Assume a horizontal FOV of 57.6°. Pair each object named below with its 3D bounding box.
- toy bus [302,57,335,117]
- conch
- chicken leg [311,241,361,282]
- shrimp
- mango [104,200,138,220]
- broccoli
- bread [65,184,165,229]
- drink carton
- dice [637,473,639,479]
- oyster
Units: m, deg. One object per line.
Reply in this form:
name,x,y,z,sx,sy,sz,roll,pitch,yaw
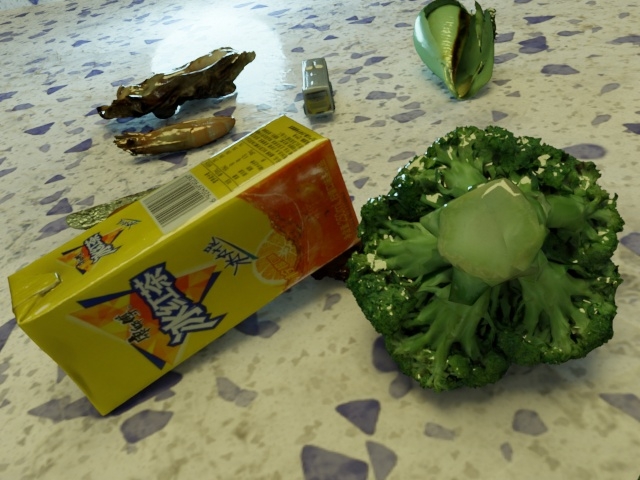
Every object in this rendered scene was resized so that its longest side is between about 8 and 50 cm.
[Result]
toy bus,-0.009,-0.306,1.165,0.064,0.075,0.190,-10,36,4
conch,0.274,-0.386,1.138,0.143,0.137,0.251,-15,36,-6
chicken leg,0.006,-0.003,0.770,0.093,0.053,0.205,-34,35,-6
shrimp,-0.282,-0.213,1.135,0.236,0.053,0.133,-16,37,-11
mango,-0.224,-0.007,0.810,0.164,0.089,0.115,5,29,18
broccoli,0.152,0.016,0.537,0.269,0.270,0.270,-2,-7,13
bread,-0.288,-0.050,0.906,0.192,0.036,0.112,-19,5,-16
drink carton,-0.134,0.019,0.645,0.351,0.155,0.111,-34,38,-15
dice,0.265,0.230,0.135,0.322,0.318,0.330,1,38,18
oyster,-0.313,-0.340,1.288,0.361,0.096,0.221,-33,35,-27
